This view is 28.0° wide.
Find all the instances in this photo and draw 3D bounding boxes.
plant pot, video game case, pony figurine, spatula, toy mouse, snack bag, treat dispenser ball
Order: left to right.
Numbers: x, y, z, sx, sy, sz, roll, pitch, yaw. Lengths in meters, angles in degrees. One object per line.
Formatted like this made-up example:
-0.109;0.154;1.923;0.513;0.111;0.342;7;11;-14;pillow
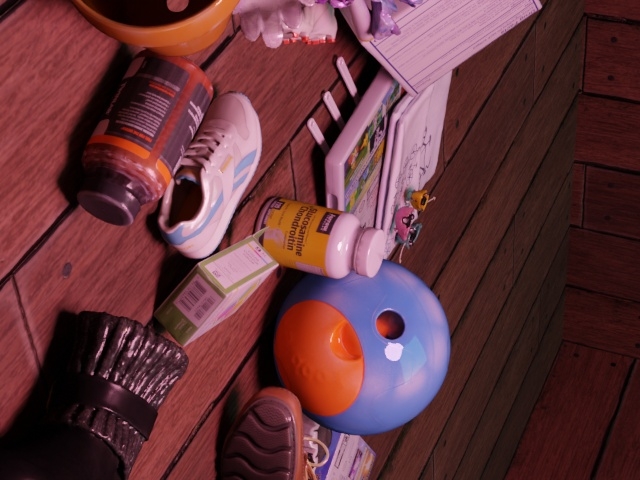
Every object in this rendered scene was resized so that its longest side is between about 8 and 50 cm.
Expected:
-0.166;-0.288;1.373;0.188;0.205;0.205;75;31;-79;plant pot
0.012;0.493;2.437;0.244;0.061;0.270;56;51;-61;video game case
0.026;-0.419;1.724;0.363;0.302;0.351;42;31;-63;pony figurine
0.035;-0.196;2.160;0.168;0.019;0.242;-65;155;-17;spatula
0.066;0.169;2.069;0.288;0.288;0.288;13;90;-69;treat dispenser ball
0.086;-0.139;2.250;0.300;0.036;0.329;89;25;-48;video game case
0.158;-0.030;2.358;0.143;0.031;0.161;-70;162;-2;toy mouse
0.182;-0.169;2.405;0.342;0.037;0.323;-53;155;-50;snack bag

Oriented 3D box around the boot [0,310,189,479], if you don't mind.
-0.276;0.199;1.430;0.348;0.131;0.260;60;53;-75;boot

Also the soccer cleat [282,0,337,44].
-0.030;-0.324;1.860;0.196;0.068;0.076;-20;105;-67;soccer cleat

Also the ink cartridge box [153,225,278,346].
-0.128;0.059;1.760;0.109;0.062;0.209;-47;173;28;ink cartridge box

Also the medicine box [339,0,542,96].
0.181;-0.394;2.033;0.263;0.149;0.289;-34;160;11;medicine box

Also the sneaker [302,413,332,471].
-0.015;0.310;2.253;0.106;0.078;0.234;-14;116;-74;sneaker

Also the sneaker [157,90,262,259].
-0.143;-0.094;1.667;0.092;0.087;0.229;48;56;-63;sneaker

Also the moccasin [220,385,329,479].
-0.072;0.377;2.049;0.147;0.139;0.380;-53;149;-48;moccasin

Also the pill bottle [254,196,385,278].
0.000;0.000;1.946;0.103;0.184;0.103;13;90;-69;pill bottle

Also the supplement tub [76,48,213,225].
-0.205;-0.116;1.468;0.106;0.106;0.198;68;40;-56;supplement tub
